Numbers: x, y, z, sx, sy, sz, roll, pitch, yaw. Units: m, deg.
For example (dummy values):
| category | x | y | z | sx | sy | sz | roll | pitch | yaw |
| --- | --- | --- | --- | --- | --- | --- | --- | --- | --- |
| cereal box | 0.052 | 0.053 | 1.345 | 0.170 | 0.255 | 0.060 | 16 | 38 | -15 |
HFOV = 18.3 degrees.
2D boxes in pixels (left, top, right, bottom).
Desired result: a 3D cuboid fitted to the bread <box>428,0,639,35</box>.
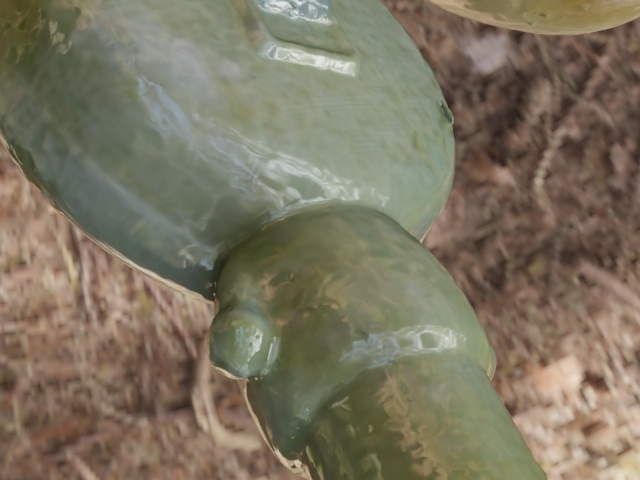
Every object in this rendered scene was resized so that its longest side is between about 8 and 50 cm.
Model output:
| category | x | y | z | sx | sy | sz | roll | pitch | yaw |
| --- | --- | --- | --- | --- | --- | --- | --- | --- | --- |
| bread | 0.164 | -0.233 | 1.248 | 0.314 | 0.192 | 0.171 | -21 | 164 | -18 |

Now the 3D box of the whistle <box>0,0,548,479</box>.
| category | x | y | z | sx | sy | sz | roll | pitch | yaw |
| --- | --- | --- | --- | --- | --- | --- | --- | --- | --- |
| whistle | 0.000 | 0.000 | 0.377 | 0.104 | 0.198 | 0.057 | 10 | 129 | -41 |
